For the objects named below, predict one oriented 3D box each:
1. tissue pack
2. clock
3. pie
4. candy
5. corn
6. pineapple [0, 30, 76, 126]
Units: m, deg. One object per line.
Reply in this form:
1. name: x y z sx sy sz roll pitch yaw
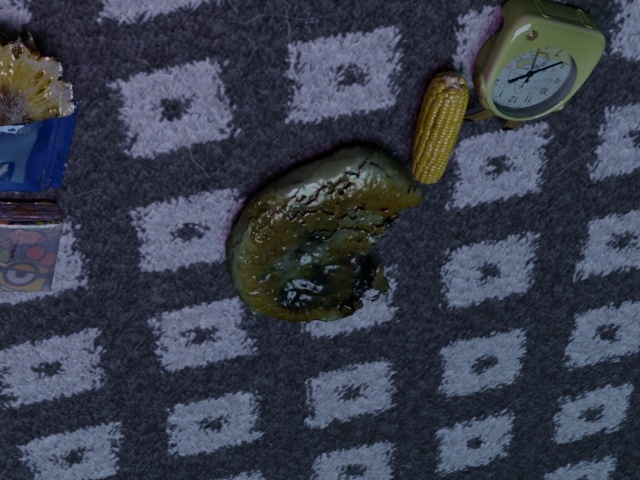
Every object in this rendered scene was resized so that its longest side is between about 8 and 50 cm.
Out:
1. tissue pack: -0.439 0.010 2.113 0.108 0.060 0.148 -1 135 -23
2. clock: 0.300 -0.246 2.144 0.170 0.069 0.232 8 132 -30
3. pie: 0.000 0.000 2.274 0.296 0.078 0.371 -1 135 -20
4. candy: -0.491 -0.131 1.937 0.331 0.077 0.187 2 140 -23
5. corn: 0.176 -0.169 2.175 0.067 0.067 0.206 -6 139 -17
6. pineapple: -0.426 -0.212 1.846 0.233 0.079 0.135 -14 114 -30
